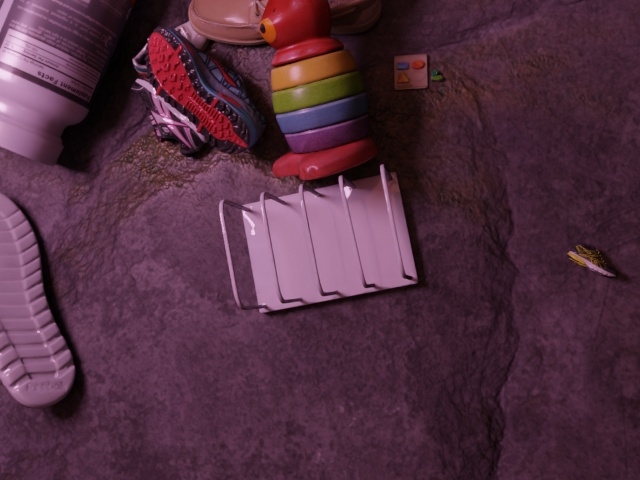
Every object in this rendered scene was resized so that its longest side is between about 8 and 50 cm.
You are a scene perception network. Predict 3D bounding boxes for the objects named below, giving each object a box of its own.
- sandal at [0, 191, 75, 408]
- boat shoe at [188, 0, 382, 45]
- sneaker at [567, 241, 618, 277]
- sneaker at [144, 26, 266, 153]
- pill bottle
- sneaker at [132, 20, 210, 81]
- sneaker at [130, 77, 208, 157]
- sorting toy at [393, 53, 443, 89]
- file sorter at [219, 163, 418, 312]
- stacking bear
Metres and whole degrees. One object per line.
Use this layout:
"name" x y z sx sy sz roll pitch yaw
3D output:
"sandal" -0.577 0.110 1.309 0.102 0.169 0.416 -30 78 48
"boat shoe" -0.067 -0.415 1.245 0.341 0.110 0.121 -3 82 7
"sneaker" 0.438 0.031 1.162 0.083 0.031 0.035 29 91 12
"sneaker" -0.196 -0.261 1.266 0.104 0.125 0.262 -40 88 32
"pill bottle" -0.481 -0.331 1.277 0.210 0.210 0.363 23 90 12
"sneaker" -0.266 -0.348 1.304 0.161 0.075 0.057 -35 80 7
"sneaker" -0.277 -0.216 1.299 0.178 0.072 0.077 40 95 12
"sorting toy" 0.168 -0.291 1.249 0.083 0.012 0.062 -1 85 11
"file sorter" 0.000 0.000 1.177 0.278 0.173 0.192 -12 84 9
"stacking bear" -0.015 -0.259 1.164 0.164 0.175 0.289 -21 105 -22
